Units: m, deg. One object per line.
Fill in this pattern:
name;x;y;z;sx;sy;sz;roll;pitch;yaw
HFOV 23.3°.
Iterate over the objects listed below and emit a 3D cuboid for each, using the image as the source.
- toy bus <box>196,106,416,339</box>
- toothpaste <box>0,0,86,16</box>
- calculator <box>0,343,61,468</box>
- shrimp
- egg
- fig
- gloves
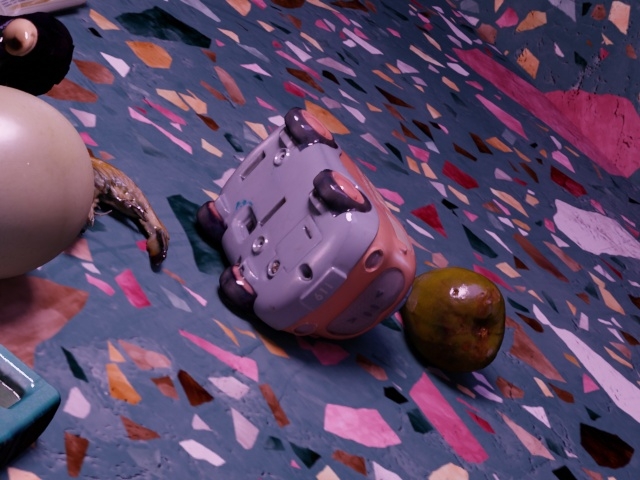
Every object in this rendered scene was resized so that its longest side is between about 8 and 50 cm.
toy bus;0.000;0.000;1.873;0.232;0.194;0.288;35;18;-38
toothpaste;-0.387;-0.335;2.138;0.067;0.037;0.255;46;27;8
calculator;-0.366;0.109;1.274;0.248;0.058;0.274;38;24;6
shrimp;-0.233;-0.030;1.755;0.150;0.051;0.217;40;18;-10
egg;-0.334;-0.055;1.472;0.253;0.188;0.188;-4;45;-46
fig;0.144;0.098;1.991;0.185;0.133;0.126;5;26;29
gloves;-0.380;-0.220;1.723;0.197;0.152;0.301;6;-13;17
